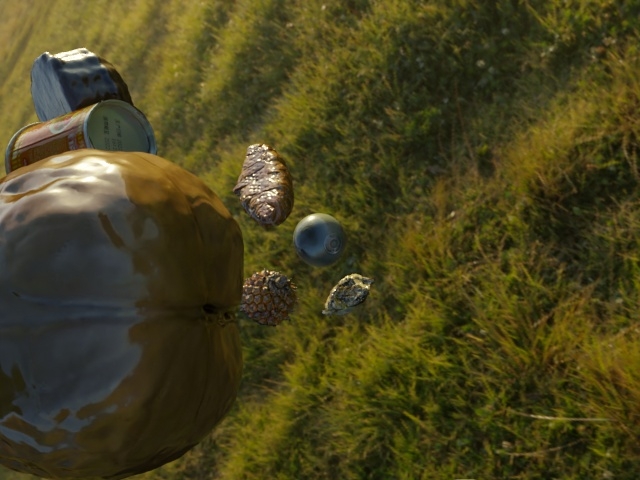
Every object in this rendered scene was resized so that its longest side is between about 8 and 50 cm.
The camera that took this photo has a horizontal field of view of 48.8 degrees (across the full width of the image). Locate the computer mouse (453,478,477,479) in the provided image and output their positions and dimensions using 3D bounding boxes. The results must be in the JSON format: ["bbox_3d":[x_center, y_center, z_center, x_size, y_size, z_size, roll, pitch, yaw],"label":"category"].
[{"bbox_3d":[0.215,0.592,1.312,0.331,0.197,0.095,-42,19,-18],"label":"computer mouse"}]

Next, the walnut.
[{"bbox_3d":[-0.256,0.079,0.766,0.398,0.308,0.353,-14,68,42],"label":"walnut"}]

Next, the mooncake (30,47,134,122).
[{"bbox_3d":[-0.421,-0.237,1.278,0.228,0.124,0.228,34,138,38],"label":"mooncake"}]

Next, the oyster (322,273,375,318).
[{"bbox_3d":[0.051,0.103,1.323,0.109,0.053,0.165,-19,15,6],"label":"oyster"}]

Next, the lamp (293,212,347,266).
[{"bbox_3d":[0.000,0.000,1.342,0.105,0.105,0.105,-26,53,40],"label":"lamp"}]

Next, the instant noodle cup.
[{"bbox_3d":[-0.342,-0.122,1.036,0.185,0.168,0.168,-16,60,39],"label":"instant noodle cup"}]

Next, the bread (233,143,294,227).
[{"bbox_3d":[-0.095,-0.085,1.244,0.105,0.076,0.233,-30,38,11],"label":"bread"}]

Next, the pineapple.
[{"bbox_3d":[-0.130,0.144,1.998,0.137,0.176,0.161,-49,29,40],"label":"pineapple"}]
